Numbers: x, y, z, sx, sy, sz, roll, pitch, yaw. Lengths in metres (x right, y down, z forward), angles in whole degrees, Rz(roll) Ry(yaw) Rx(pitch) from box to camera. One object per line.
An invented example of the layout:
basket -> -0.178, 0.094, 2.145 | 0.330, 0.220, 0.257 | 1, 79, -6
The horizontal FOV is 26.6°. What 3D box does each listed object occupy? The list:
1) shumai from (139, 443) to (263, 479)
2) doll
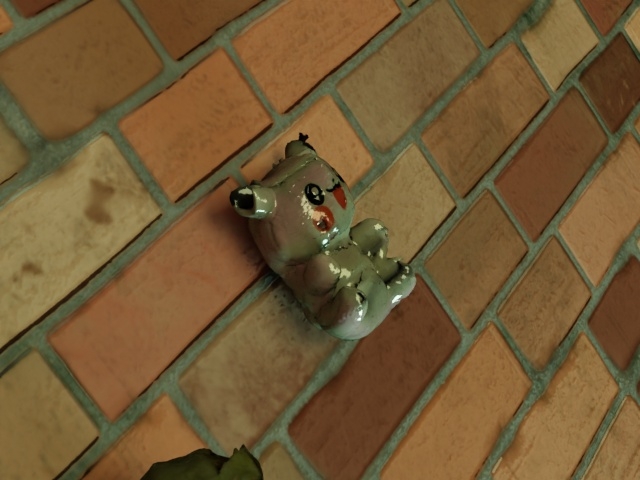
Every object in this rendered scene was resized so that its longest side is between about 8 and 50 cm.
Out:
shumai -> -0.104, 0.285, 0.938 | 0.218, 0.189, 0.256 | -14, 61, -30
doll -> 0.000, 0.000, 1.228 | 0.192, 0.095, 0.149 | 59, 35, -3
